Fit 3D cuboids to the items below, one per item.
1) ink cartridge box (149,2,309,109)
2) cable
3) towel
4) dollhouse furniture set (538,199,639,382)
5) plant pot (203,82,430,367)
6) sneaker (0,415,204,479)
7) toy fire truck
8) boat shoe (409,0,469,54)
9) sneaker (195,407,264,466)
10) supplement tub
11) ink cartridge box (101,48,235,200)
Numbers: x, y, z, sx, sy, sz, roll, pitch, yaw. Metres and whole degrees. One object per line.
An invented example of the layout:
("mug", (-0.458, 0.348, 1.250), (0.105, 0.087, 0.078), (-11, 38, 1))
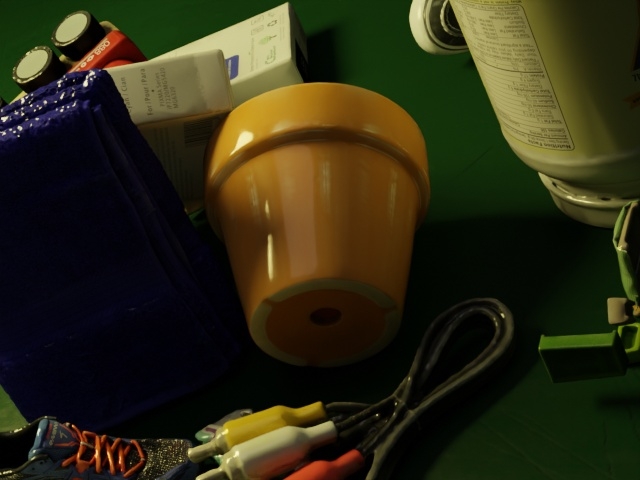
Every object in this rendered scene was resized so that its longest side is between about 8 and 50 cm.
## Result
("ink cartridge box", (-0.175, -0.178, 1.677), (0.333, 0.065, 0.165), (-19, 33, 11))
("cable", (0.044, 0.138, 1.045), (0.287, 0.072, 0.139), (-32, 43, -9))
("towel", (-0.214, 0.027, 1.176), (0.228, 0.308, 0.076), (-27, 28, 0))
("dollhouse furniture set", (0.216, 0.045, 1.045), (0.059, 0.076, 0.151), (-7, 38, 29))
("plant pot", (0.000, 0.000, 1.184), (0.205, 0.205, 0.188), (-18, 49, 16))
("sneaker", (-0.206, 0.189, 1.123), (0.221, 0.087, 0.083), (-6, 33, 3))
("toy fire truck", (-0.248, -0.108, 1.521), (0.217, 0.158, 0.246), (-44, 44, -6))
("boat shoe", (0.242, -0.295, 1.481), (0.306, 0.113, 0.105), (-26, 16, -14))
("sneaker", (-0.057, 0.164, 1.118), (0.069, 0.038, 0.098), (-37, 33, -12))
("supplement tub", (0.238, -0.196, 1.136), (0.235, 0.325, 0.235), (-20, 32, 13))
("ink cartridge box", (-0.217, -0.084, 1.316), (0.261, 0.066, 0.296), (-12, -12, -8))
